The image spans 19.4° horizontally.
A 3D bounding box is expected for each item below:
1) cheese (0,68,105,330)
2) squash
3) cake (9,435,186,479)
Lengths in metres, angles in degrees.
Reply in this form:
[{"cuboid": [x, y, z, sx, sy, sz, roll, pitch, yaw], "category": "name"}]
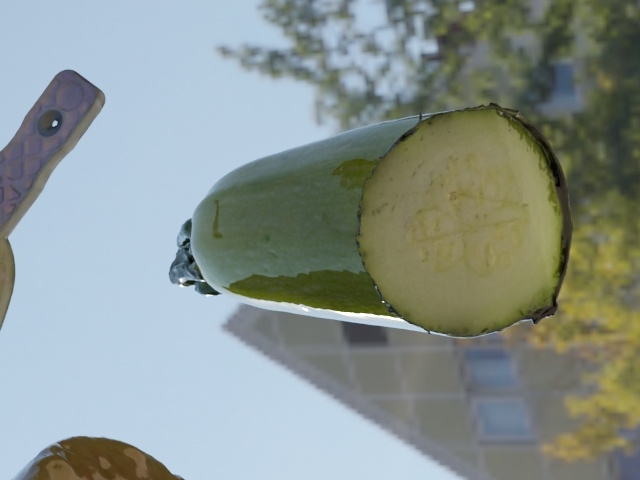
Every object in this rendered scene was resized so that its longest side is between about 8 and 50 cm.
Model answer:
[{"cuboid": [-0.161, 0.005, 0.840, 0.192, 0.097, 0.037, -54, -31, -1], "category": "cheese"}, {"cuboid": [-0.009, -0.007, 1.101, 0.137, 0.287, 0.137, 2, -93, -51], "category": "squash"}, {"cuboid": [-0.182, 0.337, 1.229, 0.332, 0.321, 0.332, 47, -166, -15], "category": "cake"}]
